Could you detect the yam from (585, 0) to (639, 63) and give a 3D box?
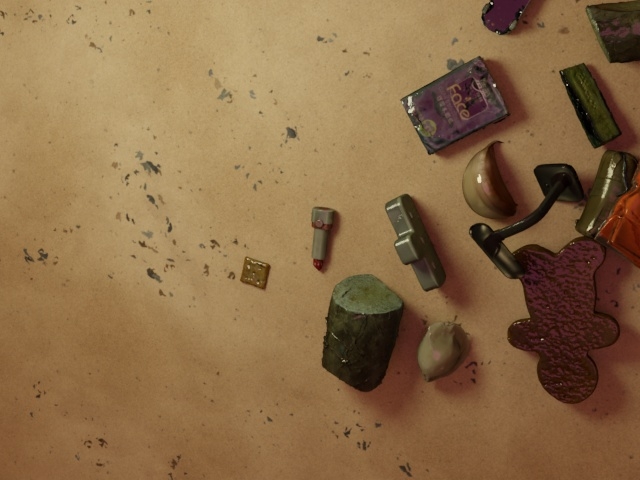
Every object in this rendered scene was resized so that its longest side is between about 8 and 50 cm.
[{"bbox_3d":[0.758,-0.499,1.656,0.254,0.154,0.154,-5,98,14],"label":"yam"}]

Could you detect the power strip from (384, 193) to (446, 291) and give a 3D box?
[{"bbox_3d":[0.248,0.010,1.875,0.059,0.193,0.265,-24,92,22],"label":"power strip"}]

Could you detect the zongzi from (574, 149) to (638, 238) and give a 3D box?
[{"bbox_3d":[0.784,-0.086,1.743,0.255,0.115,0.228,18,94,0],"label":"zongzi"}]

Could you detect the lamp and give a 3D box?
[{"bbox_3d":[0.540,-0.039,1.774,0.283,0.124,0.203,-42,120,-9],"label":"lamp"}]

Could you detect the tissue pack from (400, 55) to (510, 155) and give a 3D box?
[{"bbox_3d":[0.351,-0.348,1.845,0.235,0.073,0.174,-25,92,20],"label":"tissue pack"}]

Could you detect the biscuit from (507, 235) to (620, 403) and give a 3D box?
[{"bbox_3d":[0.630,0.211,1.854,0.282,0.064,0.433,-8,95,25],"label":"biscuit"}]

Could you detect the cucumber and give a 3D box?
[{"bbox_3d":[0.661,-0.335,1.761,0.078,0.062,0.212,-25,84,-14],"label":"cucumber"}]

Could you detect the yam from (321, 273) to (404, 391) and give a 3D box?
[{"bbox_3d":[0.102,0.265,1.965,0.202,0.201,0.272,37,130,49],"label":"yam"}]

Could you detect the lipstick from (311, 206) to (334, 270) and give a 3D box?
[{"bbox_3d":[0.000,0.000,2.026,0.063,0.057,0.187,9,104,16],"label":"lipstick"}]

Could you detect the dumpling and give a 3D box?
[{"bbox_3d":[0.341,0.310,1.951,0.154,0.181,0.111,-10,57,-10],"label":"dumpling"}]

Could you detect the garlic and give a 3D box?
[{"bbox_3d":[0.425,-0.148,1.835,0.128,0.115,0.207,-12,93,25],"label":"garlic"}]

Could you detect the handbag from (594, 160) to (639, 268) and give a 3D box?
[{"bbox_3d":[0.867,-0.102,1.639,0.303,0.116,0.410,31,98,-6],"label":"handbag"}]

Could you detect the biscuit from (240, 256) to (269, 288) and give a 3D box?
[{"bbox_3d":[-0.198,0.097,2.124,0.083,0.018,0.082,18,105,14],"label":"biscuit"}]

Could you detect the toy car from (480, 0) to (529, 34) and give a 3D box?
[{"bbox_3d":[0.484,-0.613,1.767,0.095,0.056,0.205,34,104,10],"label":"toy car"}]
